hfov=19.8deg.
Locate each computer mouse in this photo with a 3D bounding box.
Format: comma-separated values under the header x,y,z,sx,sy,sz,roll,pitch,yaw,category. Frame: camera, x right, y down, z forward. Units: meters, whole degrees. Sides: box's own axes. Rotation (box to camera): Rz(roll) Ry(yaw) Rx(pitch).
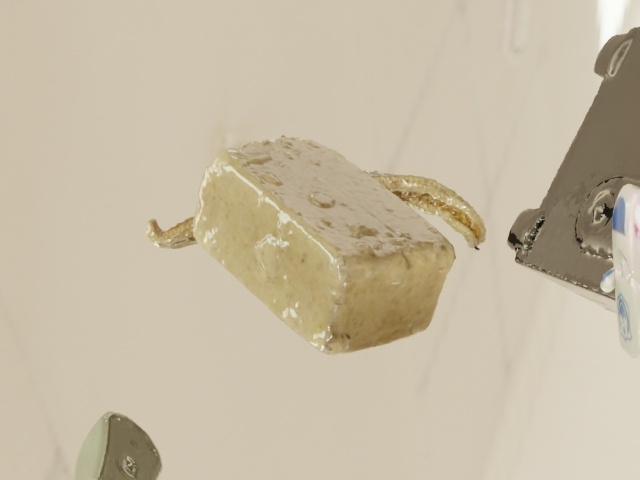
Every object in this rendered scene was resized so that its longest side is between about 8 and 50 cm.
x,y,z,sx,sy,sz,roll,pitch,yaw,category
-0.208,0.246,1.835,0.056,0.089,0.181,-44,18,20,computer mouse

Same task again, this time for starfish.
x,y,z,sx,sy,sz,roll,pitch,yaw,category
0.007,-0.032,1.847,0.375,0.327,0.094,22,-113,-61,starfish

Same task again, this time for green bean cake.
x,y,z,sx,sy,sz,roll,pitch,yaw,category
0.000,0.000,1.321,0.109,0.179,0.085,-9,-53,-38,green bean cake

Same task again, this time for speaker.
x,y,z,sx,sy,sz,roll,pitch,yaw,category
0.309,-0.036,1.459,0.232,0.184,0.254,-62,22,-1,speaker

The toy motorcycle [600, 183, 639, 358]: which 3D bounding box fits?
x,y,z,sx,sy,sz,roll,pitch,yaw,category
0.226,0.021,0.885,0.150,0.221,0.102,-51,11,0,toy motorcycle
